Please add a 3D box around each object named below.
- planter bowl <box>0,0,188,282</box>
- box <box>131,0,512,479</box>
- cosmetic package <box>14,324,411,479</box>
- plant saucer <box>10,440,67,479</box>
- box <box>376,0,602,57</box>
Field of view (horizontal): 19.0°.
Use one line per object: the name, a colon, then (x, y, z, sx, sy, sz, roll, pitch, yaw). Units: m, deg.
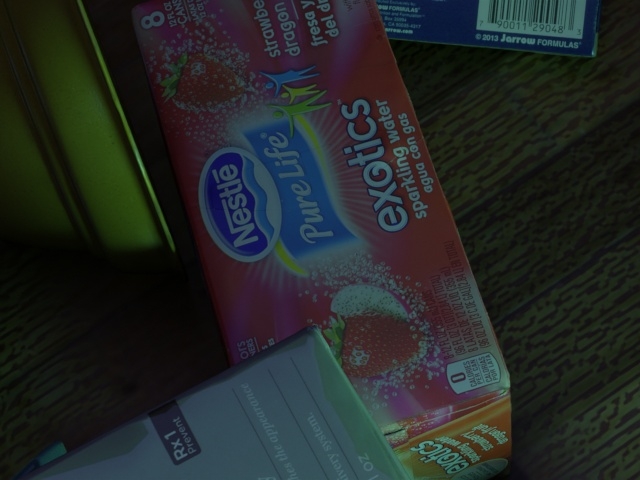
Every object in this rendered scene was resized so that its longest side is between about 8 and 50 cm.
planter bowl: (-0.144, -0.066, 0.943, 0.090, 0.217, 0.217, -20, 64, -4)
box: (0.000, 0.000, 0.947, 0.123, 0.128, 0.257, -17, 65, -3)
cosmetic package: (-0.077, 0.148, 0.766, 0.238, 0.107, 0.127, -28, 75, -12)
plant saucer: (-0.111, 0.192, 0.909, 0.067, 0.018, 0.192, -42, 61, 26)
box: (0.094, -0.217, 1.036, 0.136, 0.036, 0.225, 7, 97, 9)
